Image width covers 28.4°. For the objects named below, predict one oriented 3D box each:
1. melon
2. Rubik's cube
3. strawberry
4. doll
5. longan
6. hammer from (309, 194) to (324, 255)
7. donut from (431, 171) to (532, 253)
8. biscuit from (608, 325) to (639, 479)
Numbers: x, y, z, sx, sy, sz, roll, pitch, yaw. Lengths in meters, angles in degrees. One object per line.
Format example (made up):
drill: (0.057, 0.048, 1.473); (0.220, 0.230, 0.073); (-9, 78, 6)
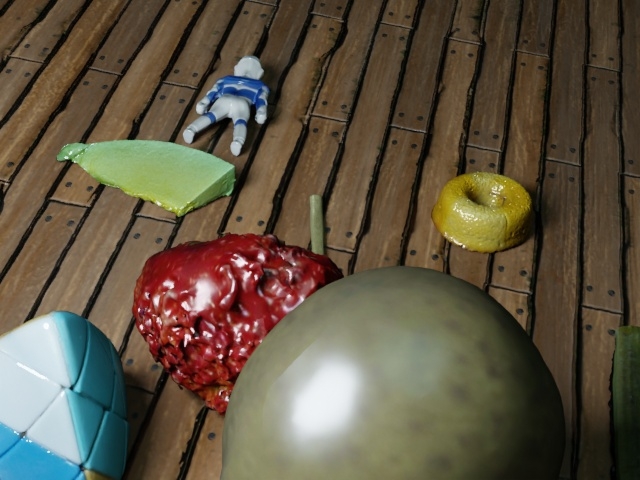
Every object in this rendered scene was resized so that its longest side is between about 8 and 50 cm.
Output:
melon: (-0.255, -0.093, 1.821); (0.262, 0.053, 0.114); (14, 57, 12)
Rubik's cube: (-0.270, 0.184, 1.325); (0.254, 0.254, 0.254); (5, 39, -4)
strawberry: (-0.081, 0.104, 1.471); (0.274, 0.274, 0.220); (2, 76, -8)
doll: (-0.128, -0.218, 1.979); (0.114, 0.057, 0.227); (11, 47, 12)
longan: (0.065, 0.199, 1.249); (0.361, 0.361, 0.361); (5, 39, -4)
hammer: (0.000, 0.000, 1.762); (0.062, 0.013, 0.199); (5, 39, -5)
donut: (0.238, -0.047, 1.832); (0.152, 0.058, 0.152); (7, 37, -5)
biscuit: (0.404, 0.219, 1.548); (0.099, 0.038, 0.322); (14, 39, 2)
